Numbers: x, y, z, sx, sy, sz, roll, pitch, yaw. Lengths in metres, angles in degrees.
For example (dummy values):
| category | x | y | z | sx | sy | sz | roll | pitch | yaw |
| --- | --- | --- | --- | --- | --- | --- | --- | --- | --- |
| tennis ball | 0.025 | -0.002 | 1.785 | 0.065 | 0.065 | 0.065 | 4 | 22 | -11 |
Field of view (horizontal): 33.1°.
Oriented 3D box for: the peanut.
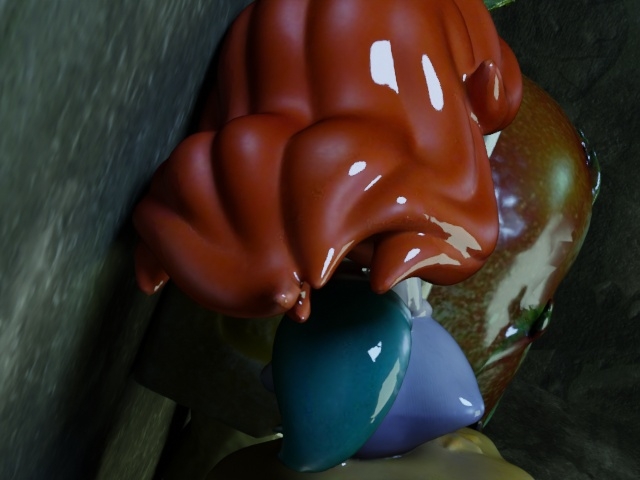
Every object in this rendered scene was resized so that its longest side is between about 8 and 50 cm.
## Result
| category | x | y | z | sx | sy | sz | roll | pitch | yaw |
| --- | --- | --- | --- | --- | --- | --- | --- | --- | --- |
| peanut | -0.076 | 0.192 | 0.993 | 0.123 | 0.124 | 0.256 | -63 | 173 | -56 |

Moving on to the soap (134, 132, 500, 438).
| category | x | y | z | sx | sy | sz | roll | pitch | yaw |
| --- | --- | --- | --- | --- | --- | --- | --- | --- | --- |
| soap | 0.000 | 0.000 | 0.627 | 0.073 | 0.140 | 0.232 | -29 | 143 | -80 |

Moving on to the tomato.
| category | x | y | z | sx | sy | sz | roll | pitch | yaw |
| --- | --- | --- | --- | --- | --- | --- | --- | --- | --- |
| tomato | 0.057 | 0.009 | 0.809 | 0.303 | 0.239 | 0.303 | -62 | 173 | -13 |

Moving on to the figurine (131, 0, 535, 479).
| category | x | y | z | sx | sy | sz | roll | pitch | yaw |
| --- | --- | --- | --- | --- | --- | --- | --- | --- | --- |
| figurine | 0.014 | 0.007 | 0.479 | 0.181 | 0.208 | 0.257 | 16 | -65 | 57 |

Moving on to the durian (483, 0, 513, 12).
| category | x | y | z | sx | sy | sz | roll | pitch | yaw |
| --- | --- | --- | --- | --- | --- | --- | --- | --- | --- |
| durian | 0.232 | -0.406 | 1.376 | 0.394 | 0.163 | 0.198 | -43 | 174 | -16 |
